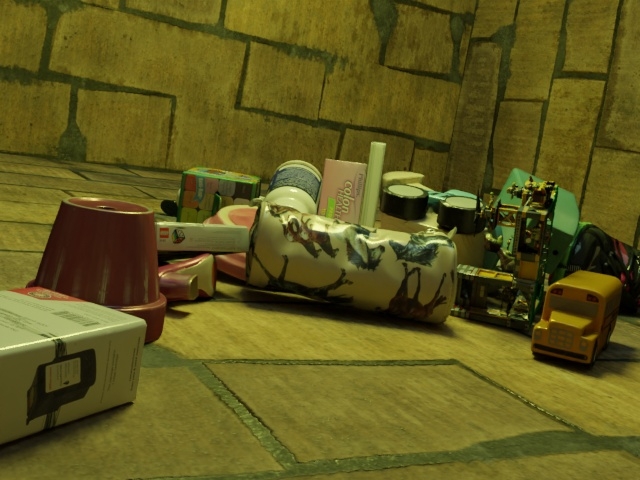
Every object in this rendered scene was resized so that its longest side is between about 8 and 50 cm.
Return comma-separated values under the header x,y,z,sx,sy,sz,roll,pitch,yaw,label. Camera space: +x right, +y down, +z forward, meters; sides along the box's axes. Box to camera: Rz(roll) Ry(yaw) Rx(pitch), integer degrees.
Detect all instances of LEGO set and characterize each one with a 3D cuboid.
x,y,z,sx,sy,sz,roll,pitch,yaw,label
0.361,0.022,1.732,0.192,0.331,0.255,10,28,19,LEGO set

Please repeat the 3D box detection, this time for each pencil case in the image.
x,y,z,sx,sy,sz,roll,pitch,yaw,label
0.052,0.033,1.598,0.410,0.183,0.160,12,-27,-3,pencil case

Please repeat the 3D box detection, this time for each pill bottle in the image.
x,y,z,sx,sy,sz,roll,pitch,yaw,label
-0.079,-0.103,2.330,0.153,0.153,0.265,9,30,1,pill bottle

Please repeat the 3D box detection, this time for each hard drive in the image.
x,y,z,sx,sy,sz,roll,pitch,yaw,label
0.138,-0.112,2.298,0.040,0.307,0.203,7,8,3,hard drive

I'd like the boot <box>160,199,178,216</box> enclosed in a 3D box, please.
x,y,z,sx,sy,sz,roll,pitch,yaw,label
-0.407,-0.094,2.498,0.121,0.045,0.099,16,10,-3,boot

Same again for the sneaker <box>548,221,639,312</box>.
x,y,z,sx,sy,sz,roll,pitch,yaw,label
0.725,0.071,2.083,0.483,0.185,0.202,4,17,-46,sneaker

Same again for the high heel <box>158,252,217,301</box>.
x,y,z,sx,sy,sz,roll,pitch,yaw,label
-0.252,0.070,1.470,0.117,0.082,0.244,1,12,6,high heel

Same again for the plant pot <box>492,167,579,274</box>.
x,y,z,sx,sy,sz,roll,pitch,yaw,label
0.494,-0.029,1.944,0.165,0.165,0.234,23,23,-5,plant pot

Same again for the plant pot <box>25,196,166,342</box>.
x,y,z,sx,sy,sz,roll,pitch,yaw,label
-0.314,0.036,1.209,0.201,0.180,0.201,9,9,-1,plant pot

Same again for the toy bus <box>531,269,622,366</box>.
x,y,z,sx,sy,sz,roll,pitch,yaw,label
0.483,0.139,1.573,0.108,0.130,0.332,13,9,25,toy bus

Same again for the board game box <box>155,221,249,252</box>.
x,y,z,sx,sy,sz,roll,pitch,yaw,label
-0.301,0.006,1.608,0.193,0.053,0.305,2,-6,-39,board game box

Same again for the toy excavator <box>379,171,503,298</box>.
x,y,z,sx,sy,sz,roll,pitch,yaw,label
0.267,-0.049,2.050,0.433,0.222,0.445,16,21,30,toy excavator

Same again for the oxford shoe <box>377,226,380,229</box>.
x,y,z,sx,sy,sz,roll,pitch,yaw,label
0.226,-0.016,2.550,0.096,0.083,0.227,11,6,42,oxford shoe

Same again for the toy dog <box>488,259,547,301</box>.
x,y,z,sx,sy,sz,roll,pitch,yaw,label
0.446,0.035,2.146,0.220,0.161,0.334,8,8,-9,toy dog

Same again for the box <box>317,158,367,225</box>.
x,y,z,sx,sy,sz,roll,pitch,yaw,label
0.061,-0.114,2.381,0.117,0.213,0.243,8,4,2,box

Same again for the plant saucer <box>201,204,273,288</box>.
x,y,z,sx,sy,sz,roll,pitch,yaw,label
-0.104,0.005,1.806,0.332,0.084,0.332,14,18,-5,plant saucer

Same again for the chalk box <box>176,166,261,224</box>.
x,y,z,sx,sy,sz,roll,pitch,yaw,label
-0.250,-0.074,2.054,0.179,0.180,0.289,9,7,-1,chalk box

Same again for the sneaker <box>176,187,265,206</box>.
x,y,z,sx,sy,sz,roll,pitch,yaw,label
-0.287,-0.090,2.359,0.150,0.135,0.366,10,-3,38,sneaker

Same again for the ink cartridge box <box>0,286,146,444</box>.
x,y,z,sx,sy,sz,roll,pitch,yaw,label
-0.325,0.122,0.876,0.172,0.100,0.237,13,8,25,ink cartridge box
